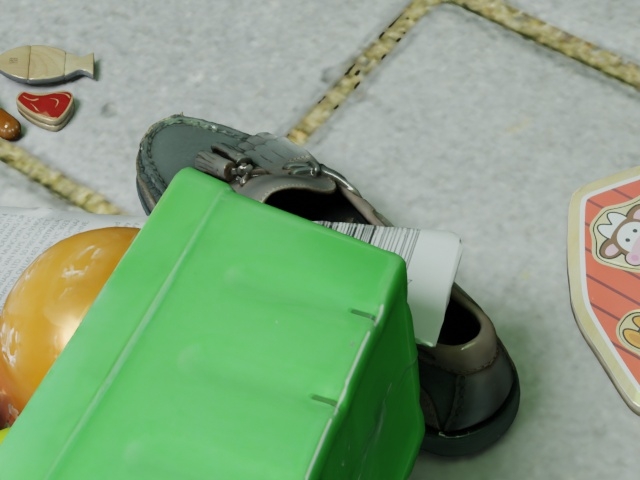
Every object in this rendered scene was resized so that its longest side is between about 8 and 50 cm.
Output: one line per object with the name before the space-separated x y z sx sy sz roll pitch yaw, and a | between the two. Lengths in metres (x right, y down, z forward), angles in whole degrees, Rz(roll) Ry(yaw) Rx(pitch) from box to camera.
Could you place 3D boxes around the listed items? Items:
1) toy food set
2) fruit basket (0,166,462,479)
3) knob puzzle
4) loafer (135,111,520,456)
toy food set | -0.201 -0.086 0.927 0.122 0.019 0.078 7 55 1
fruit basket | -0.141 0.096 0.665 0.353 0.165 0.327 -1 37 22
knob puzzle | 0.216 0.016 0.806 0.213 0.030 0.213 -3 54 4
loafer | 0.000 0.000 0.802 0.096 0.084 0.267 -40 60 -22
